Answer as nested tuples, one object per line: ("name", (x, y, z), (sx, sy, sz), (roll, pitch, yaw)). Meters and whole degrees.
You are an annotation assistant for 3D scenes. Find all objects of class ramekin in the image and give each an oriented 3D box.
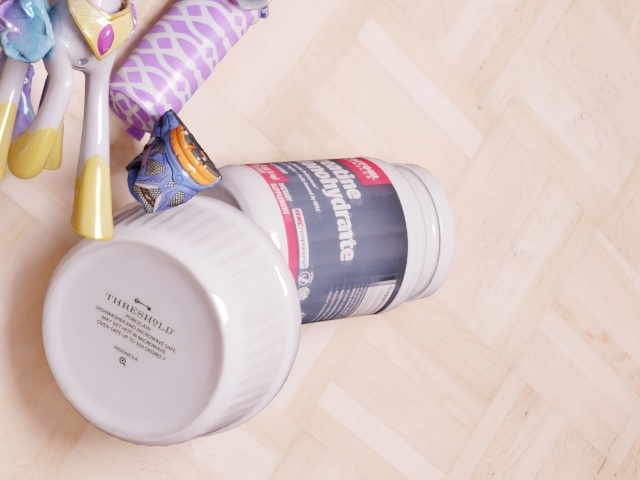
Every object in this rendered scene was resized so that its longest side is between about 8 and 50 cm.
("ramekin", (-0.167, 0.090, 1.367), (0.127, 0.273, 0.272), (-26, 114, -66))

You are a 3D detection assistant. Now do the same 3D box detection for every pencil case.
("pencil case", (-0.153, -0.211, 1.467), (0.086, 0.088, 0.206), (38, 71, 7))

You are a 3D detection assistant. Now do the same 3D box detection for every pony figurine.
("pony figurine", (-0.245, -0.230, 1.280), (0.303, 0.351, 0.363), (8, 110, -31))

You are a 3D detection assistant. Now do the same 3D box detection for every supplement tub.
("supplement tub", (0.000, 0.000, 1.525), (0.272, 0.191, 0.191), (-6, 99, -33))

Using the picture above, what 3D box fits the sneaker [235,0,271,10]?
("sneaker", (-0.077, -0.351, 1.313), (0.112, 0.319, 0.131), (-14, 71, 0))

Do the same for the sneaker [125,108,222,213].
("sneaker", (-0.162, -0.078, 1.345), (0.087, 0.221, 0.083), (-35, 100, -2))
